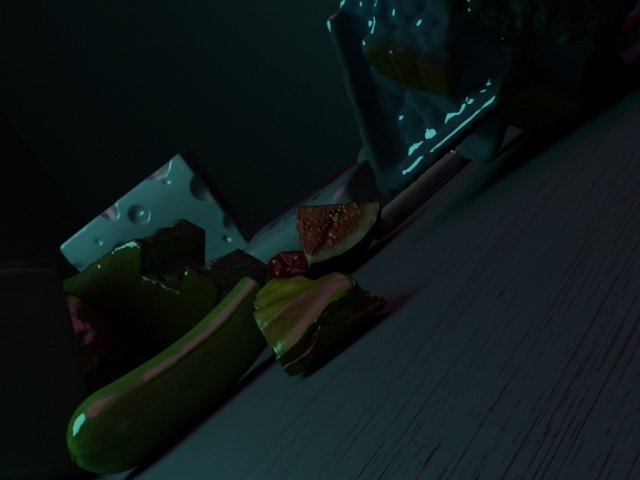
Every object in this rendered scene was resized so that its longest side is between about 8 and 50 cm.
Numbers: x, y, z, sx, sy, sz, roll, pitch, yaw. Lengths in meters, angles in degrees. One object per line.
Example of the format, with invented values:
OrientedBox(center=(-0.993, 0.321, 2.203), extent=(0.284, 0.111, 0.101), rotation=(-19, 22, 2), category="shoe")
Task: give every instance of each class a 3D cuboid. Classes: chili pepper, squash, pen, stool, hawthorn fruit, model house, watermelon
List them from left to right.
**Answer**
OrientedBox(center=(-0.393, 0.176, 1.632), extent=(0.170, 0.244, 0.269), rotation=(-6, -15, -34), category="stool")
OrientedBox(center=(-0.272, 0.155, 1.746), extent=(0.179, 0.179, 0.200), rotation=(-36, 17, 11), category="hawthorn fruit")
OrientedBox(center=(-0.141, 0.137, 1.409), extent=(0.250, 0.083, 0.083), rotation=(-39, 5, -20), category="squash")
OrientedBox(center=(-0.041, 0.039, 1.856), extent=(0.059, 0.050, 0.191), rotation=(-31, 4, -10), category="chili pepper")
OrientedBox(center=(0.000, 0.000, 1.679), extent=(0.125, 0.094, 0.135), rotation=(-49, 5, -29), category="watermelon")
OrientedBox(center=(0.134, -0.073, 1.793), extent=(0.239, 0.028, 0.028), rotation=(-41, 6, -37), category="pen")
OrientedBox(center=(0.178, -0.199, 1.526), extent=(0.360, 0.297, 0.339), rotation=(-42, -29, -53), category="model house")

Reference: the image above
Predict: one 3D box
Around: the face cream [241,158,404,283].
OrientedBox(center=(-0.029, -0.005, 2.009), extent=(0.336, 0.080, 0.163), rotation=(-33, 4, 41), category="face cream")

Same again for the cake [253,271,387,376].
OrientedBox(center=(-0.003, 0.052, 1.281), extent=(0.116, 0.080, 0.185), rotation=(-39, 0, 10), category="cake")

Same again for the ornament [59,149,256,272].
OrientedBox(center=(-0.233, 0.022, 2.288), extent=(0.239, 0.240, 0.239), rotation=(-37, 4, 1), category="ornament")

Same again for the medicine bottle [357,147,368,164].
OrientedBox(center=(0.109, -0.126, 2.118), extent=(0.090, 0.090, 0.216), rotation=(-38, 5, -10), category="medicine bottle")

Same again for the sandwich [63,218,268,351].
OrientedBox(center=(-0.185, 0.046, 1.672), extent=(0.122, 0.235, 0.128), rotation=(-26, -44, -55), category="sandwich")

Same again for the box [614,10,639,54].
OrientedBox(center=(0.365, -0.245, 1.807), extent=(0.133, 0.023, 0.090), rotation=(-40, 7, -27), category="box")
